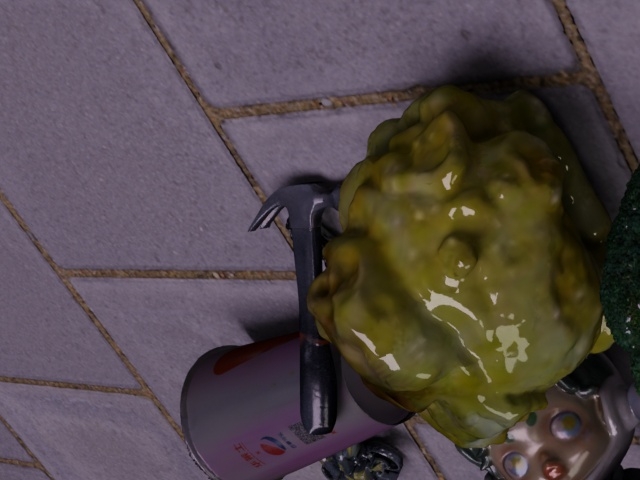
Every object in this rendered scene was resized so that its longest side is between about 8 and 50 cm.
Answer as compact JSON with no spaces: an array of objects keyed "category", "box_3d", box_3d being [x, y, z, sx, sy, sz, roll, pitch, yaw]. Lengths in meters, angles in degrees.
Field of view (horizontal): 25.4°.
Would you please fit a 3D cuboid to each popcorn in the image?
[{"category":"popcorn","box_3d":[0.132,0.017,1.316,0.312,0.312,0.312,24,144,18]}]

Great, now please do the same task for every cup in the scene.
[{"category":"cup","box_3d":[-0.014,0.191,1.749,0.203,0.203,0.288,47,139,-16]}]

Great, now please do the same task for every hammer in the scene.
[{"category":"hammer","box_3d":[-0.014,0.078,1.592,0.137,0.037,0.290,4,101,37]}]

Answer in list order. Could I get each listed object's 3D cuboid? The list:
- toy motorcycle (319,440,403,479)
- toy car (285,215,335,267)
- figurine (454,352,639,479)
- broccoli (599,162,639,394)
[{"category":"toy motorcycle","box_3d":[0.046,0.298,1.914,0.124,0.061,0.193,25,153,5]},{"category":"toy car","box_3d":[0.000,0.000,1.626,0.093,0.025,0.041,40,148,6]},{"category":"figurine","box_3d":[0.279,0.251,1.480,0.382,0.261,0.186,52,-173,13]},{"category":"broccoli","box_3d":[0.361,0.023,1.118,0.297,0.297,0.297,38,147,-17]}]
